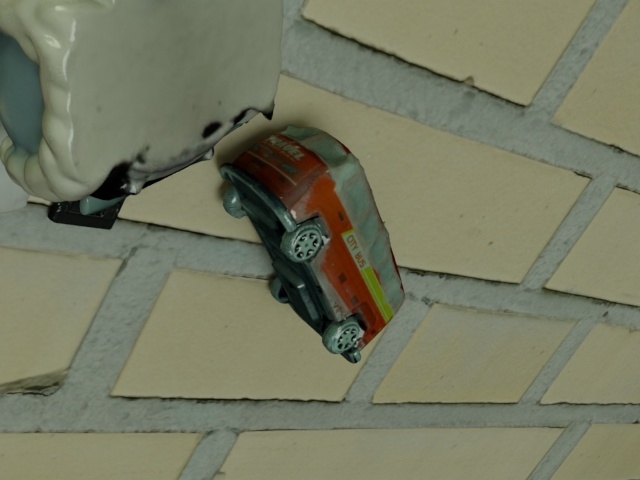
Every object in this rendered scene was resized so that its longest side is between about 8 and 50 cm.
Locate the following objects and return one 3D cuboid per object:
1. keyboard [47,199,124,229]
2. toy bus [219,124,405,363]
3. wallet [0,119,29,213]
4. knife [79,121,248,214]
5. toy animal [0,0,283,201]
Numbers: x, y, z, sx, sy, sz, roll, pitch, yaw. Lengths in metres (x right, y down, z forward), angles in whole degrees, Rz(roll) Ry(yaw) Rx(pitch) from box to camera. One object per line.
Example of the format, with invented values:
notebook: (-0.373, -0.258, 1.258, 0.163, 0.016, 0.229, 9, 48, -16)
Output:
keyboard: (-0.165, -0.097, 0.743, 0.061, 0.013, 0.204, 10, 118, -42)
toy bus: (0.000, 0.000, 0.881, 0.120, 0.121, 0.265, -40, 139, -14)
wallet: (-0.302, -0.067, 0.653, 0.183, 0.032, 0.124, -10, 130, -33)
knife: (-0.119, -0.083, 0.774, 0.210, 0.015, 0.028, -35, 140, -16)
toy animal: (-0.143, -0.134, 0.611, 0.208, 0.156, 0.204, -35, 136, -44)
